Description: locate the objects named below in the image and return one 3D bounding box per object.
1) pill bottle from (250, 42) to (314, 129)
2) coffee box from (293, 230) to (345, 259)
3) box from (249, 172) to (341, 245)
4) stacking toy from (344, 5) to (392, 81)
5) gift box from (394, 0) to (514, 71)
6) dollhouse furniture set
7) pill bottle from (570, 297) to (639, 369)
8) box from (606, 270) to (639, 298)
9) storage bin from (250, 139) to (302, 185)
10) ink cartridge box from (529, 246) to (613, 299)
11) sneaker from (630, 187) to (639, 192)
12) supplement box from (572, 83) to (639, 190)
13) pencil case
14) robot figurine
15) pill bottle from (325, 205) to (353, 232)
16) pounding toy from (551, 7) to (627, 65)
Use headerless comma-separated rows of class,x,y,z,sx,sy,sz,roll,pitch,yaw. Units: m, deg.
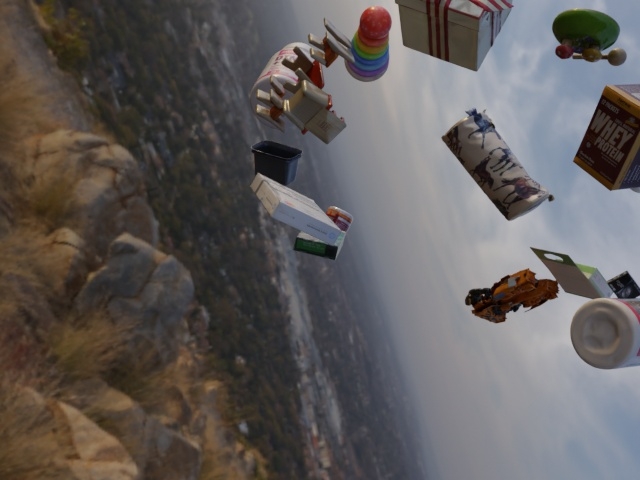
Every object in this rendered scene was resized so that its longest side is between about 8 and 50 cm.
pill bottle,-0.090,-0.447,2.023,0.283,0.160,0.160,-73,150,-52
coffee box,0.000,0.000,1.829,0.184,0.113,0.040,-53,155,-75
box,-0.052,-0.064,1.417,0.145,0.038,0.186,25,11,-27
stacking toy,0.152,-0.582,2.076,0.330,0.141,0.141,114,-38,-82
gift box,0.356,-0.604,1.747,0.255,0.276,0.258,-65,161,-14
dollhouse furniture set,-0.021,-0.356,1.714,0.135,0.262,0.259,33,31,-29
pill bottle,0.797,0.235,1.828,0.318,0.176,0.176,5,63,-41
box,0.892,0.138,2.090,0.083,0.067,0.018,51,25,-11
storage bin,-0.121,-0.214,1.981,0.098,0.135,0.091,-38,141,-51
ink cartridge box,0.780,0.089,2.216,0.235,0.056,0.171,47,-14,-24
sneaker,0.928,-0.161,1.999,0.061,0.152,0.054,110,-7,-49
supplement box,0.696,-0.227,1.551,0.129,0.194,0.191,-124,-144,-45
pencil case,0.597,-0.251,2.403,0.410,0.183,0.160,55,9,15
robot figurine,0.610,0.187,2.306,0.211,0.291,0.085,21,53,-27
pill bottle,0.033,-0.022,2.203,0.152,0.086,0.086,-64,166,-8
pounding toy,0.744,-0.540,2.010,0.237,0.183,0.110,31,75,-46
